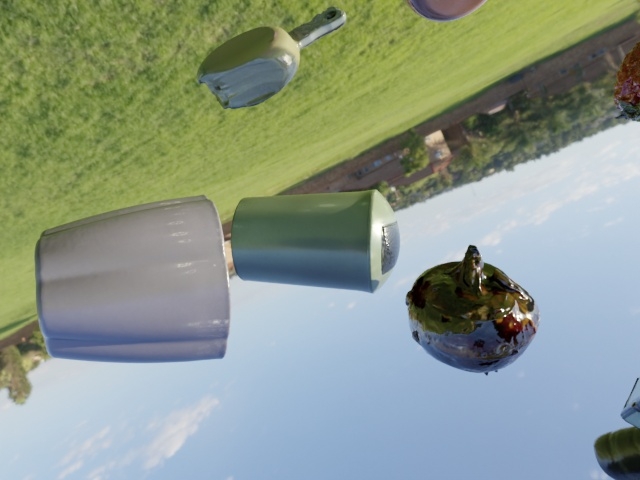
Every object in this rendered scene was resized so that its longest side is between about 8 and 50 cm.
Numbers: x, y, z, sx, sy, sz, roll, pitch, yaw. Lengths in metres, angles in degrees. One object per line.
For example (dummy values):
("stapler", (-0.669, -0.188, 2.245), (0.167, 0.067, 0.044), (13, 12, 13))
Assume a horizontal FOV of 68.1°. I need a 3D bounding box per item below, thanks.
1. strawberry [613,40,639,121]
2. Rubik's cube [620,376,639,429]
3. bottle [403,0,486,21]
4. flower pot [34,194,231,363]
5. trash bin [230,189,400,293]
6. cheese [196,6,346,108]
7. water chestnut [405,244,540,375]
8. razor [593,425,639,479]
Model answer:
("strawberry", (0.641, -0.343, 0.891), (0.236, 0.107, 0.175), (-50, 162, 8))
("Rubik's cube", (0.717, 0.224, 0.764), (0.288, 0.284, 0.293), (-54, 149, -15))
("bottle", (0.120, -0.421, 0.646), (0.207, 0.296, 0.173), (-8, 144, -13))
("flower pot", (-0.281, 0.066, 0.717), (0.244, 0.264, 0.265), (-6, 174, -20))
("trash bin", (0.000, 0.000, 1.302), (0.433, 0.279, 0.280), (1, -173, 11))
("cheese", (-0.050, -0.199, 0.509), (0.171, 0.092, 0.047), (-17, 140, 10))
("water chestnut", (0.338, 0.146, 1.077), (0.300, 0.299, 0.300), (-24, -179, 1))
("razor", (0.772, 0.463, 0.986), (0.113, 0.204, 0.349), (-54, -177, -34))
